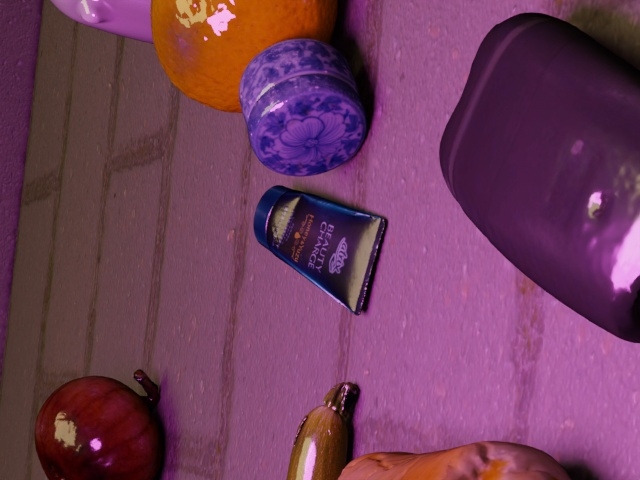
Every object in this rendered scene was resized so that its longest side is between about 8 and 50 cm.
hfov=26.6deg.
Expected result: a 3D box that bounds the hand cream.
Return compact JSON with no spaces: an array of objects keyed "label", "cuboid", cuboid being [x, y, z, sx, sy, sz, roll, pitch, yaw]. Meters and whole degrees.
[{"label":"hand cream","cuboid":[0.000,0.000,1.694,0.270,0.061,0.120,27,103,57]}]

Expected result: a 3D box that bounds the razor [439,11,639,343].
[{"label":"razor","cuboid":[0.217,-0.064,1.145,0.349,0.113,0.204,51,126,59]}]

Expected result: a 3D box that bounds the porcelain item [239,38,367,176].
[{"label":"porcelain item","cuboid":[-0.022,-0.159,1.661,0.147,0.147,0.114,120,148,-41]}]

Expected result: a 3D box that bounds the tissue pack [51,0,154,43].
[{"label":"tissue pack","cuboid":[-0.228,-0.402,1.961,0.236,0.333,0.229,-114,40,-51]}]

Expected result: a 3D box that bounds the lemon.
[{"label":"lemon","cuboid":[-0.099,-0.298,1.756,0.267,0.267,0.267,-172,90,-66]}]

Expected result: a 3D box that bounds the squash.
[{"label":"squash","cuboid":[-0.003,0.323,1.573,0.071,0.080,0.318,43,-131,-72]}]

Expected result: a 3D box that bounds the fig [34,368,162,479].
[{"label":"fig","cuboid":[-0.352,0.333,2.205,0.235,0.214,0.235,8,102,42]}]

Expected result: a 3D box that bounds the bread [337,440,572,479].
[{"label":"bread","cuboid":[0.111,0.323,1.158,0.341,0.210,0.301,163,110,-63]}]
